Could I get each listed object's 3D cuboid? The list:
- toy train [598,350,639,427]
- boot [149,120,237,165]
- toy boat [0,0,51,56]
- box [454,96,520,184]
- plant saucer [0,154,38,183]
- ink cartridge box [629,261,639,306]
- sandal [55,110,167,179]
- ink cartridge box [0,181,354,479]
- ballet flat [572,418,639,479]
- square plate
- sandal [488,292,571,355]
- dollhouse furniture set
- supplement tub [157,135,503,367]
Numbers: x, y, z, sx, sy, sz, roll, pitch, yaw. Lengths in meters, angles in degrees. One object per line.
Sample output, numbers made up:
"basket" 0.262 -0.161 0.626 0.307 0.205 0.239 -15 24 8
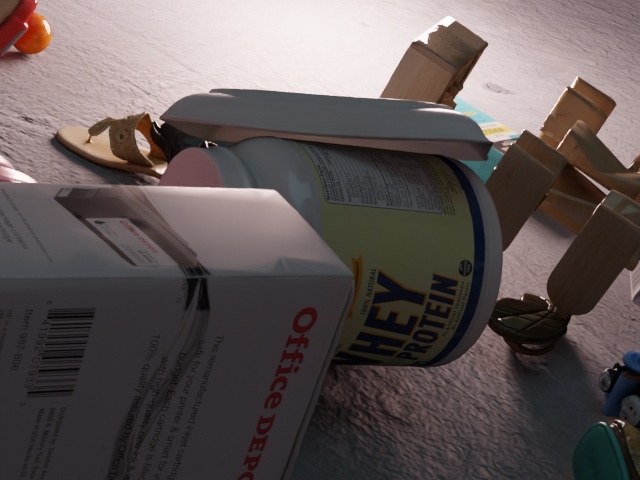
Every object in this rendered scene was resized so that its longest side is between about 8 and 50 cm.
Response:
"toy train" 0.418 0.190 1.947 0.184 0.080 0.105 9 33 -20
"boot" -0.076 -0.066 2.035 0.263 0.091 0.229 9 41 -16
"toy boat" -0.440 -0.317 2.313 0.151 0.151 0.231 39 12 -36
"box" 0.252 -0.136 2.485 0.244 0.060 0.100 35 30 30
"plant saucer" -0.403 -0.012 1.515 0.332 0.332 0.084 -2 72 -37
"ink cartridge box" 0.529 0.088 2.276 0.232 0.066 0.189 38 24 -10
"sandal" -0.222 -0.125 2.117 0.240 0.079 0.088 27 27 15
"ink cartridge box" -0.203 0.108 1.438 0.395 0.285 0.166 1 32 -35
"ballet flat" 0.324 0.302 1.634 0.123 0.123 0.348 17 26 -5
"square plate" 0.019 -0.128 1.850 0.347 0.049 0.344 4 0 5
"sandal" 0.255 0.108 2.025 0.090 0.060 0.219 23 11 12
"dollhouse furniture set" 0.244 -0.070 2.191 0.394 0.256 0.362 35 29 7
"supplement tub" 0.003 0.014 1.747 0.324 0.235 0.235 4 30 -30
